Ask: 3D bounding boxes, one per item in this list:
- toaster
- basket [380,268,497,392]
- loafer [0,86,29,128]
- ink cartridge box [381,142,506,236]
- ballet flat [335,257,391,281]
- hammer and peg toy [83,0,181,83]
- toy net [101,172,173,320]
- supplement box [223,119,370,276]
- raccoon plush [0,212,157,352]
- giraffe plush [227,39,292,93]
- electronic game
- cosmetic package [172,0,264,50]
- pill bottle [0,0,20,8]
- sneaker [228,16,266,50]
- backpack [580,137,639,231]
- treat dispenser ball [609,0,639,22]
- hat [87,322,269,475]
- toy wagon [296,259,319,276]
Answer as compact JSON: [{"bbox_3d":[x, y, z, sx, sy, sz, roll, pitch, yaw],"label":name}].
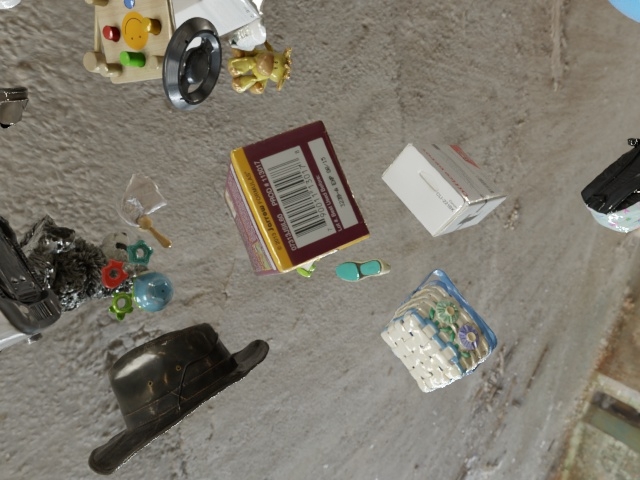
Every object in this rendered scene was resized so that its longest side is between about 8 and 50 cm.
[{"bbox_3d":[-0.473,0.059,0.584,0.147,0.129,0.226,-30,97,-8],"label":"toaster"},{"bbox_3d":[0.313,0.221,1.111,0.289,0.254,0.201,-28,165,-50],"label":"basket"},{"bbox_3d":[-0.835,-0.356,1.205,0.080,0.220,0.078,-23,102,-41],"label":"loafer"},{"bbox_3d":[0.305,-0.130,1.080,0.273,0.197,0.114,-12,149,-51],"label":"ink cartridge box"},{"bbox_3d":[0.168,0.110,1.723,0.086,0.249,0.086,7,80,-42],"label":"ballet flat"},{"bbox_3d":[-0.544,-0.574,1.217,0.127,0.362,0.265,-37,127,-59],"label":"hammer and peg toy"},{"bbox_3d":[-0.306,0.007,0.729,0.122,0.045,0.231,-7,89,-44],"label":"toy net"},{"bbox_3d":[-0.036,-0.027,0.431,0.081,0.188,0.103,-23,91,-15],"label":"supplement box"},{"bbox_3d":[-0.599,0.157,1.040,0.299,0.216,0.445,40,71,-38],"label":"raccoon plush"},{"bbox_3d":[-0.178,-0.569,1.464,0.210,0.171,0.181,-28,127,-30],"label":"giraffe plush"},{"bbox_3d":[-0.320,-0.442,1.124,0.229,0.048,0.229,-62,169,-21],"label":"electronic game"},{"bbox_3d":[-0.384,-0.857,1.603,0.155,0.366,0.196,38,52,-52],"label":"cosmetic package"},{"bbox_3d":[-0.498,-0.411,0.655,0.067,0.067,0.120,-44,167,-21],"label":"pill bottle"},{"bbox_3d":[-0.185,-0.519,1.131,0.061,0.152,0.053,-17,98,-29],"label":"sneaker"},{"bbox_3d":[0.634,-0.104,0.895,0.115,0.151,0.182,36,113,-27],"label":"backpack"},{"bbox_3d":[0.521,-0.434,0.582,0.288,0.288,0.287,-23,126,-37],"label":"treat dispenser ball"},{"bbox_3d":[-0.258,0.223,0.752,0.331,0.331,0.133,-34,94,-30],"label":"hat"},{"bbox_3d":[0.000,0.000,1.581,0.267,0.068,0.344,-60,178,9],"label":"toy wagon"}]
